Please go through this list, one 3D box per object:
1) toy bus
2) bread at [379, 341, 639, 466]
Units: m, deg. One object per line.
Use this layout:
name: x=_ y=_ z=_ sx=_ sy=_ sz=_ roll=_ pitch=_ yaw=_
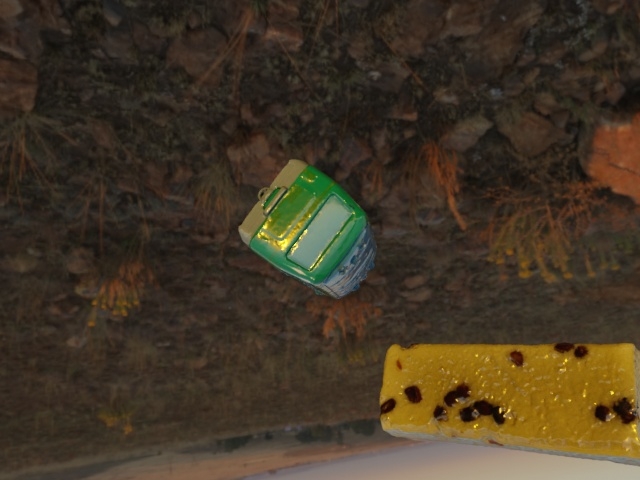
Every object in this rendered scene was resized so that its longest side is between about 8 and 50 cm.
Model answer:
toy bus: x=0.000 y=0.000 z=1.083 sx=0.183 sy=0.199 sz=0.343 roll=-54 pitch=166 yaw=-3
bread: x=0.241 y=0.211 z=0.772 sx=0.361 sy=0.138 sz=0.077 roll=-9 pitch=152 yaw=38
